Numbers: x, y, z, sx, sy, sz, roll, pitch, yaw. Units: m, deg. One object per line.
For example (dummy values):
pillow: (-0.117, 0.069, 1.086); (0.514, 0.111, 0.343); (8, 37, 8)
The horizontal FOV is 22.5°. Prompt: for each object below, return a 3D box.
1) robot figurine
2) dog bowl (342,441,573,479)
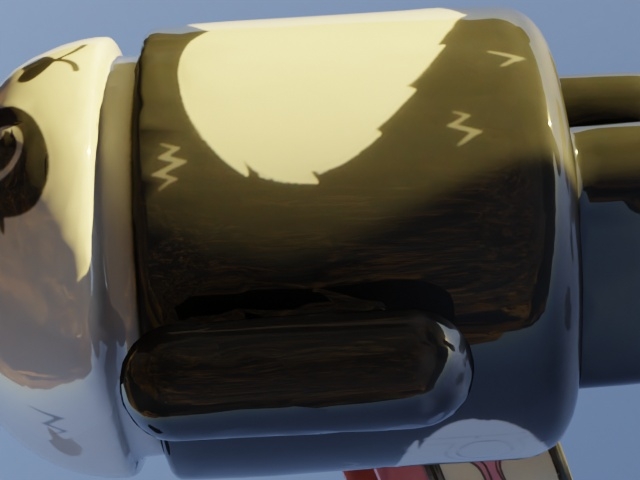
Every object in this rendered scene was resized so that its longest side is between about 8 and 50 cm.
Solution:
robot figurine: (0.000, -0.001, 0.599); (0.278, 0.209, 0.173); (-4, -105, 1)
dog bowl: (0.089, 0.160, 1.488); (0.150, 0.408, 0.408); (-23, -140, -6)
